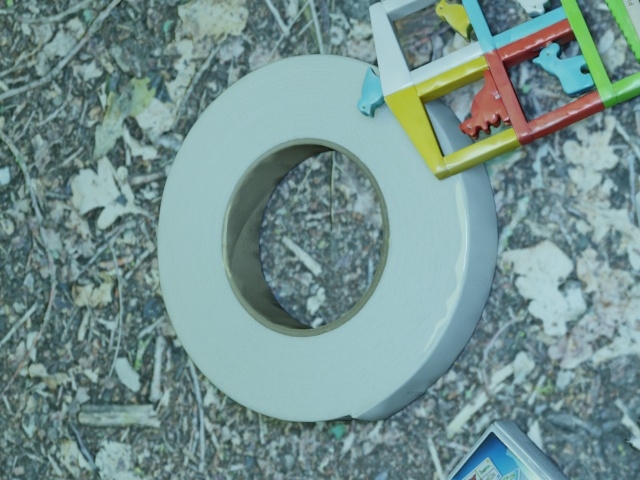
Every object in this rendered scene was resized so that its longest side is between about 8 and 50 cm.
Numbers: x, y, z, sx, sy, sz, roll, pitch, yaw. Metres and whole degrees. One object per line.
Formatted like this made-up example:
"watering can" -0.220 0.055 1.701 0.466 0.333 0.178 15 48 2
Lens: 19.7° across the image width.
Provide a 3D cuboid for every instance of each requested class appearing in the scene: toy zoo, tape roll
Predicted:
"toy zoo" 0.173 -0.185 1.818 0.293 0.030 0.192 -24 73 10
"tape roll" 0.000 0.000 1.939 0.392 0.072 0.392 -3 84 32

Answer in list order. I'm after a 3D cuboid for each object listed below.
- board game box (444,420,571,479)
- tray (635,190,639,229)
"board game box" 0.153 0.354 1.825 0.193 0.053 0.305 46 110 25
"tray" 0.375 0.070 1.723 0.145 0.030 0.270 -13 79 32
